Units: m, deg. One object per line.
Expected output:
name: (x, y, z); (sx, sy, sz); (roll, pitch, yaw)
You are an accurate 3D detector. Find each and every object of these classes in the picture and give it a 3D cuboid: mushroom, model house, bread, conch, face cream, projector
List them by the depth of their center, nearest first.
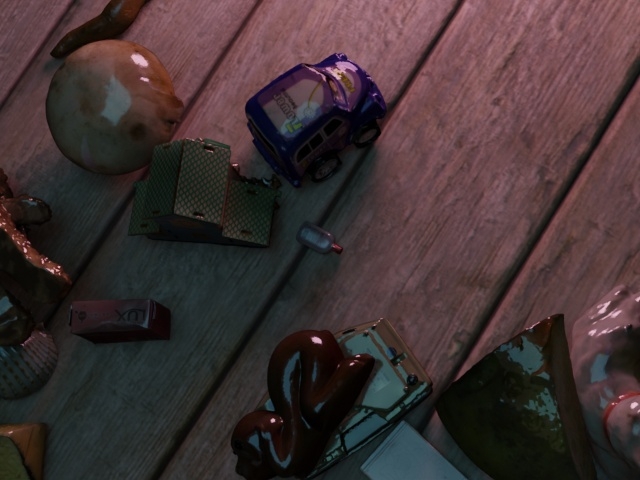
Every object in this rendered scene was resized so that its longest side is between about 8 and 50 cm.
projector: (0.027, 0.243, 1.674); (0.269, 0.088, 0.193); (-36, 75, 2)
model house: (-0.209, -0.088, 1.741); (0.271, 0.206, 0.178); (7, 78, 13)
bread: (-0.608, 0.364, 1.759); (0.266, 0.142, 0.178); (-1, 117, 10)
face cream: (0.000, 0.000, 1.774); (0.083, 0.021, 0.040); (28, 83, 17)
conch: (-0.543, 0.212, 1.793); (0.153, 0.102, 0.135); (-30, 89, 3)
mushroom: (-0.362, -0.231, 1.819); (0.254, 0.184, 0.255); (-2, 76, 8)

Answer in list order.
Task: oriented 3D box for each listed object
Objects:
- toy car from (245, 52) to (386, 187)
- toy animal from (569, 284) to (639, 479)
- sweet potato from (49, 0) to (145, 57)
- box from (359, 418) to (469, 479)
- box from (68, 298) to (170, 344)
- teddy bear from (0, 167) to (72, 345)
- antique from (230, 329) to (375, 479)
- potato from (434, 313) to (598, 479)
toy car: (-0.011, -0.221, 1.759); (0.235, 0.158, 0.172); (-38, 72, -1)
toy animal: (0.483, 0.211, 1.550); (0.266, 0.188, 0.308); (28, 87, 25)
sweet potato: (-0.404, -0.411, 1.940); (0.249, 0.059, 0.069); (-36, 52, 5)
box: (0.169, 0.390, 1.640); (0.198, 0.029, 0.109); (42, 87, 16)
box: (-0.341, 0.138, 1.762); (0.156, 0.111, 0.060); (-4, 75, 9)
teddy bear: (-0.559, 0.024, 1.805); (0.296, 0.222, 0.246); (44, 101, 2)
antique: (-0.042, 0.255, 1.578); (0.143, 0.121, 0.257); (29, 84, 18)
potato: (0.318, 0.286, 1.534); (0.269, 0.112, 0.255); (-47, 70, 33)
